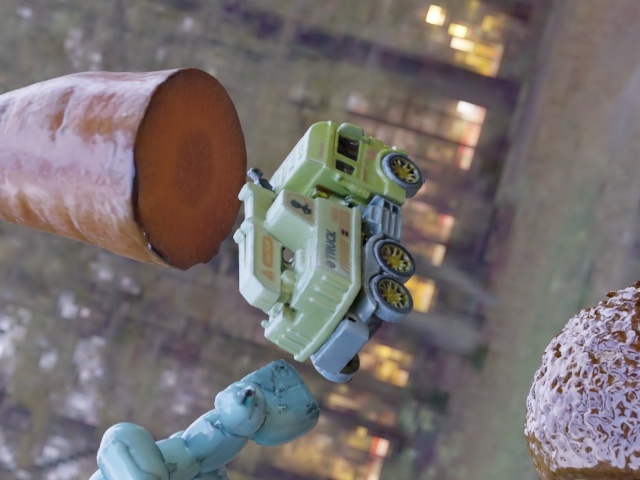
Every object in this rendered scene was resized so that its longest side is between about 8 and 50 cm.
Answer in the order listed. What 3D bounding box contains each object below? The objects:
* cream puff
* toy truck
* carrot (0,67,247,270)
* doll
[{"bbox_3d":[0.305,0.132,1.539,0.303,0.303,0.212,95,-175,-73],"label":"cream puff"},{"bbox_3d":[0.000,0.000,1.157,0.077,0.100,0.169,-50,21,38],"label":"toy truck"},{"bbox_3d":[-0.194,-0.058,1.535,0.159,0.225,0.159,2,-90,-66],"label":"carrot"},{"bbox_3d":[-0.092,0.143,1.305,0.159,0.059,0.158,-37,-17,15],"label":"doll"}]
